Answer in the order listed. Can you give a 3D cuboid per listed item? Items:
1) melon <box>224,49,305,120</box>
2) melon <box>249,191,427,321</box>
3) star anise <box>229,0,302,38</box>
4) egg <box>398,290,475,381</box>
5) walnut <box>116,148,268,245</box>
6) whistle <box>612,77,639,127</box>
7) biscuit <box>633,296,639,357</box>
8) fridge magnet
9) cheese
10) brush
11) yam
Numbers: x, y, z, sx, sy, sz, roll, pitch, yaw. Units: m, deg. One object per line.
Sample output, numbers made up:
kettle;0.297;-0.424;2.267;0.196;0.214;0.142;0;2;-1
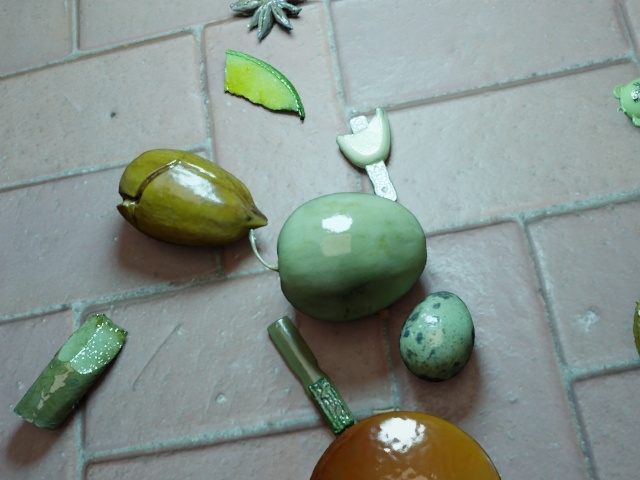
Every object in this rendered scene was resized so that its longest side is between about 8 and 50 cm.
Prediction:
melon;-0.135;-0.358;1.880;0.262;0.053;0.114;35;86;21
melon;0.052;0.030;1.581;0.308;0.272;0.271;-31;66;5
star anise;-0.123;-0.568;1.955;0.195;0.065;0.182;0;73;6
egg;0.226;0.182;1.549;0.141;0.141;0.181;15;66;15
walnut;-0.271;-0.083;1.716;0.336;0.209;0.209;15;72;7
whistle;0.722;-0.318;1.693;0.227;0.085;0.105;-27;76;-2
biscuit;0.725;0.164;1.505;0.296;0.075;0.296;-2;73;6
fridge magnet;0.149;0.486;1.433;0.364;0.155;0.363;-3;68;9
cheese;0.116;-0.179;1.762;0.127;0.050;0.235;-19;68;-1
brush;-0.018;0.270;1.611;0.054;0.048;0.282;-32;65;-7
yam;-0.511;0.270;1.668;0.106;0.106;0.259;32;78;20
